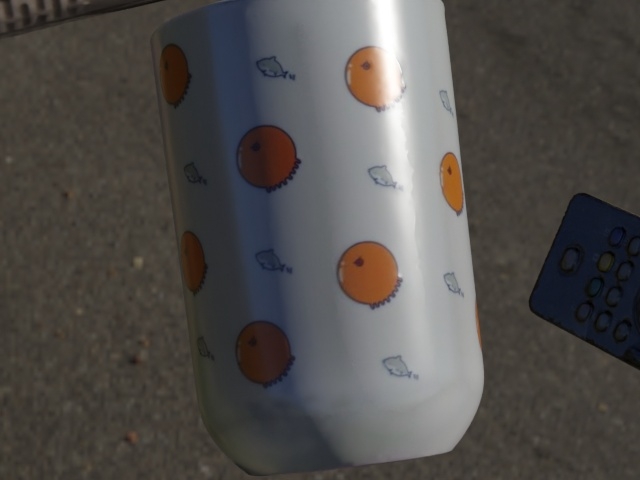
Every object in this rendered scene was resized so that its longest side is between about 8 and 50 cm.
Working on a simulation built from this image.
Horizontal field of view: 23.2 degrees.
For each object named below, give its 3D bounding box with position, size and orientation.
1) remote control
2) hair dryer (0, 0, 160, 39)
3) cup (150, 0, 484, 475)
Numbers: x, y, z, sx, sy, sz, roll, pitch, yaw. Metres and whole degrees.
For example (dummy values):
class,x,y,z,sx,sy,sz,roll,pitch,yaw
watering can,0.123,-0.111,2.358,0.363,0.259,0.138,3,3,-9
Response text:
class,x,y,z,sx,sy,sz,roll,pitch,yaw
remote control,0.084,0.020,0.308,0.091,0.034,0.016,28,13,34
hair dryer,0.018,-0.110,0.288,0.195,0.220,0.054,-16,81,-14
cup,0.000,0.000,1.104,0.212,0.317,0.212,-6,-6,-1
